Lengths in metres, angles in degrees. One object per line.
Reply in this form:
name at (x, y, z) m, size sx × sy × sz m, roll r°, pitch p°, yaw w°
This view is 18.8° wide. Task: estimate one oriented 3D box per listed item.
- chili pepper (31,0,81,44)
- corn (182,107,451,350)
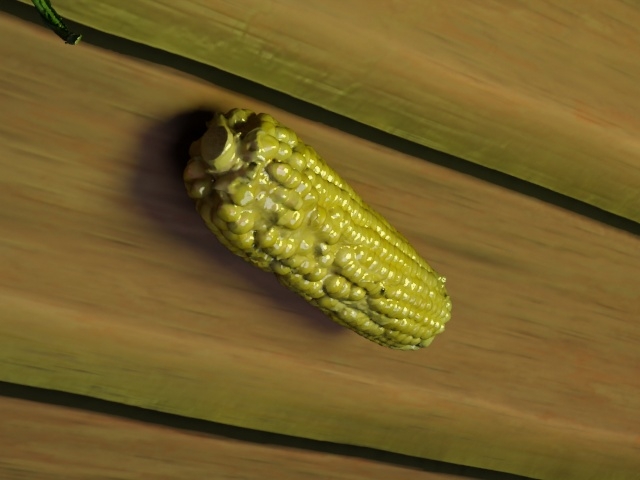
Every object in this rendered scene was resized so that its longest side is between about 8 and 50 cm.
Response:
chili pepper at (-0.176, -0.234, 0.932) m, size 0.065 × 0.122 × 0.279 m, roll -36°, pitch 124°, yaw -50°
corn at (0.000, 0.000, 1.297) m, size 0.086 × 0.086 × 0.288 m, roll -46°, pitch 140°, yaw 3°
